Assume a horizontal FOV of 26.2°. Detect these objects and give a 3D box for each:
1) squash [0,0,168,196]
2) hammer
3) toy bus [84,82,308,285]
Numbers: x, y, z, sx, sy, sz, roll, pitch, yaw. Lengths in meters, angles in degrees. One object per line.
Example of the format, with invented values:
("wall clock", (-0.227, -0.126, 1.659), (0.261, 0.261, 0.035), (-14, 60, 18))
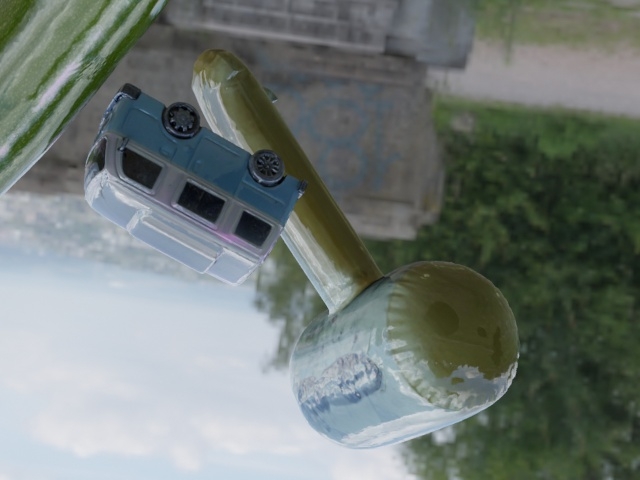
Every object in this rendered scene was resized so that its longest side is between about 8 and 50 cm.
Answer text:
("squash", (-0.141, -0.095, 0.699), (0.071, 0.318, 0.080), (29, -152, -40))
("hammer", (0.000, 0.000, 0.951), (0.113, 0.305, 0.202), (-32, 179, -32))
("toy bus", (-0.080, -0.029, 0.802), (0.123, 0.075, 0.060), (29, 150, -11))
